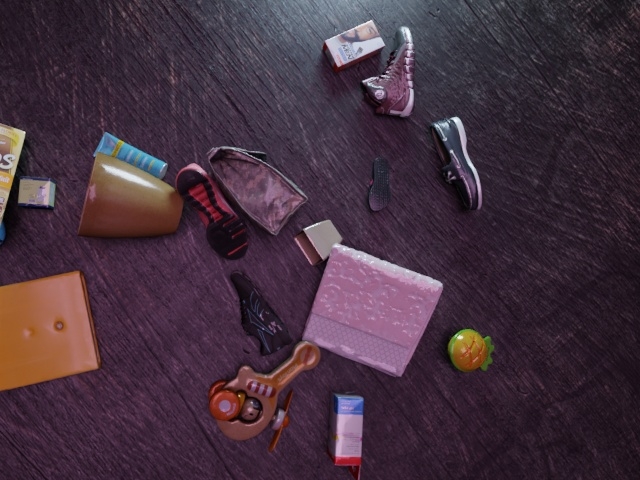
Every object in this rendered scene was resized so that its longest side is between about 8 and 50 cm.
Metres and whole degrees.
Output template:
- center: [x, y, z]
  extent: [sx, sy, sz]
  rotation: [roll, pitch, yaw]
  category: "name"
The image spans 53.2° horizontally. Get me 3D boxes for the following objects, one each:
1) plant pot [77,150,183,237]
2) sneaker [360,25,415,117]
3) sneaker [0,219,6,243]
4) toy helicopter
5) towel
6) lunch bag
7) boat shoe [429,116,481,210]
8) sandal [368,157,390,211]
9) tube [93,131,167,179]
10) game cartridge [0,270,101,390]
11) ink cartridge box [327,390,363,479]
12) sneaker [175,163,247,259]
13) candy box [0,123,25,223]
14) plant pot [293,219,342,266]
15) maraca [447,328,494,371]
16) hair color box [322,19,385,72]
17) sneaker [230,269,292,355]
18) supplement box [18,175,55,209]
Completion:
- center: [-0.519, -0.101, 1.774]
  extent: [0.254, 0.237, 0.237]
  rotation: [13, 83, -20]
  category: "plant pot"
- center: [0.202, -0.519, 1.958]
  extent: [0.162, 0.106, 0.281]
  rotation: [-1, 86, -5]
  category: "sneaker"
- center: [-1.027, -0.092, 1.750]
  extent: [0.341, 0.139, 0.125]
  rotation: [39, 55, -21]
  category: "sneaker"
- center: [-0.134, 0.429, 1.811]
  extent: [0.355, 0.140, 0.235]
  rotation: [-40, 97, -9]
  category: "toy helicopter"
- center: [0.141, 0.205, 1.836]
  extent: [0.331, 0.053, 0.317]
  rotation: [21, 105, 2]
  category: "towel"
- center: [-0.189, -0.157, 1.804]
  extent: [0.287, 0.235, 0.169]
  rotation: [41, 87, -3]
  category: "lunch bag"
- center: [0.412, -0.228, 1.962]
  extent: [0.091, 0.114, 0.303]
  rotation: [-13, 75, -9]
  category: "boat shoe"
- center: [0.181, -0.167, 1.960]
  extent: [0.067, 0.040, 0.179]
  rotation: [12, 69, -12]
  category: "sandal"
- center: [-0.550, -0.240, 1.860]
  extent: [0.207, 0.052, 0.080]
  rotation: [23, 73, 1]
  category: "tube"
- center: [-0.802, 0.254, 1.781]
  extent: [0.323, 0.052, 0.285]
  rotation: [-12, 87, -6]
  category: "game cartridge"
- center: [0.069, 0.557, 1.828]
  extent: [0.078, 0.134, 0.231]
  rotation: [4, 84, -8]
  category: "ink cartridge box"
- center: [-0.298, -0.092, 1.848]
  extent: [0.116, 0.136, 0.314]
  rotation: [-25, 113, 7]
  category: "sneaker"
- center: [-0.927, -0.172, 1.705]
  extent: [0.183, 0.087, 0.317]
  rotation: [19, 65, -32]
  category: "candy box"
- center: [0.000, 0.000, 1.887]
  extent: [0.096, 0.109, 0.109]
  rotation: [-33, 90, -21]
  category: "plant pot"
- center: [0.457, 0.334, 1.924]
  extent: [0.185, 0.099, 0.127]
  rotation: [14, 85, -33]
  category: "maraca"
- center: [0.103, -0.600, 1.975]
  extent: [0.167, 0.053, 0.093]
  rotation: [-27, 88, -10]
  category: "hair color box"
- center: [-0.191, 0.210, 1.841]
  extent: [0.106, 0.101, 0.267]
  rotation: [-34, 90, -7]
  category: "sneaker"
- center: [-0.802, -0.133, 1.807]
  extent: [0.083, 0.056, 0.083]
  rotation: [3, 85, -8]
  category: "supplement box"
